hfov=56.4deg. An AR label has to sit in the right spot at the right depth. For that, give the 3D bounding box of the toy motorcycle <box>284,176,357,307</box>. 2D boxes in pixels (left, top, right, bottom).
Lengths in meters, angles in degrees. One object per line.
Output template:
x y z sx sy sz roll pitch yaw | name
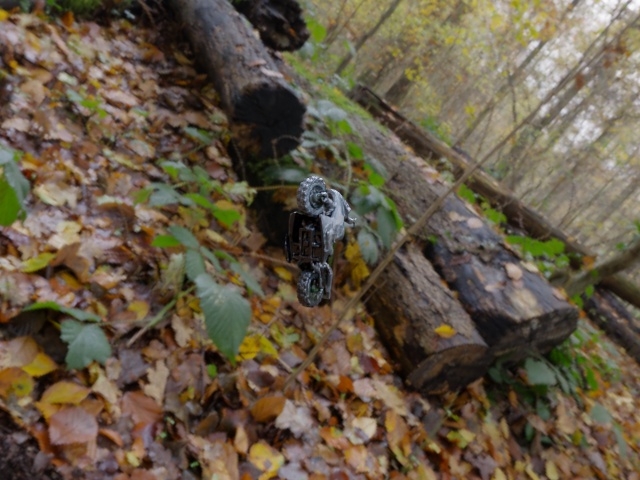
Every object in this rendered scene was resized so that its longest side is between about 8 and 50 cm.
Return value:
0.000 0.000 1.253 0.106 0.271 0.159 6 11 30 | toy motorcycle
